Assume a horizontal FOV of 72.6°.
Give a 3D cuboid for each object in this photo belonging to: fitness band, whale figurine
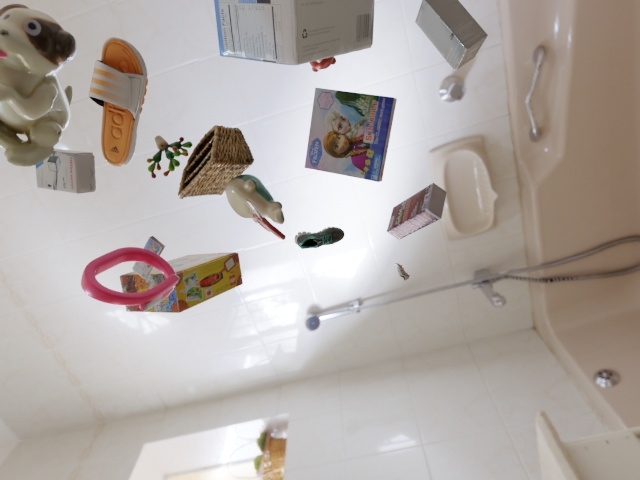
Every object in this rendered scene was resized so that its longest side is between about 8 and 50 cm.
[{"bbox_3d":[-0.533,0.102,1.240,0.054,0.209,0.291,-62,-3,19],"label":"fitness band"},{"bbox_3d":[-0.237,-0.161,1.689,0.141,0.272,0.216,-48,-32,-34],"label":"whale figurine"}]

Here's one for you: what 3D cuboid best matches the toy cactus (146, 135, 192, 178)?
[{"bbox_3d":[-0.661,-0.379,1.859,0.180,0.219,0.112,51,-176,21],"label":"toy cactus"}]

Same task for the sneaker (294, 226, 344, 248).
[{"bbox_3d":[0.000,0.000,1.413,0.076,0.166,0.065,-109,8,-69],"label":"sneaker"}]

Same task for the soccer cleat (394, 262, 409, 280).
[{"bbox_3d":[0.329,0.129,1.786,0.083,0.035,0.029,51,155,9],"label":"soccer cleat"}]

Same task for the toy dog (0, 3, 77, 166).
[{"bbox_3d":[-0.885,-0.490,1.337,0.284,0.408,0.395,37,-143,6],"label":"toy dog"}]

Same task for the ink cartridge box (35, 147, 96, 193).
[{"bbox_3d":[-0.891,-0.245,1.522,0.082,0.190,0.140,-28,-56,-66],"label":"ink cartridge box"}]

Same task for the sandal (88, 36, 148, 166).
[{"bbox_3d":[-0.426,-0.278,0.905,0.076,0.102,0.265,-62,-15,-70],"label":"sandal"}]

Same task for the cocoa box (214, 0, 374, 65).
[{"bbox_3d":[-0.050,-0.557,1.009,0.347,0.228,0.231,-39,-42,-46],"label":"cocoa box"}]

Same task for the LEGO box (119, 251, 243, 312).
[{"bbox_3d":[-0.716,0.210,2.301,0.500,0.372,0.193,-23,-73,-61],"label":"LEGO box"}]

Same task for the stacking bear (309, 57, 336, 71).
[{"bbox_3d":[-0.034,-0.820,1.731,0.289,0.175,0.164,60,-173,-40],"label":"stacking bear"}]

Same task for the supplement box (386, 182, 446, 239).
[{"bbox_3d":[0.363,-0.107,1.663,0.073,0.239,0.130,30,-122,-17],"label":"supplement box"}]

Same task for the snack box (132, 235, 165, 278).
[{"bbox_3d":[-0.655,0.066,1.656,0.064,0.178,0.022,40,-154,1],"label":"snack box"}]

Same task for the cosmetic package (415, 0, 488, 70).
[{"bbox_3d":[0.438,-0.720,1.478,0.238,0.107,0.127,52,172,10],"label":"cosmetic package"}]

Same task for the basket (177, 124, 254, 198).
[{"bbox_3d":[-0.461,-0.332,1.781,0.223,0.299,0.213,-13,-106,-49],"label":"basket"}]

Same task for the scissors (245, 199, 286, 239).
[{"bbox_3d":[-0.173,-0.068,1.175,0.109,0.021,0.297,35,174,23],"label":"scissors"}]

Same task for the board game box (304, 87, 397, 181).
[{"bbox_3d":[0.111,-0.414,1.705,0.066,0.318,0.319,-28,-51,-66],"label":"board game box"}]

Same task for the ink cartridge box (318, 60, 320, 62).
[{"bbox_3d":[0.020,-0.771,1.575,0.086,0.203,0.148,35,-179,1],"label":"ink cartridge box"}]
